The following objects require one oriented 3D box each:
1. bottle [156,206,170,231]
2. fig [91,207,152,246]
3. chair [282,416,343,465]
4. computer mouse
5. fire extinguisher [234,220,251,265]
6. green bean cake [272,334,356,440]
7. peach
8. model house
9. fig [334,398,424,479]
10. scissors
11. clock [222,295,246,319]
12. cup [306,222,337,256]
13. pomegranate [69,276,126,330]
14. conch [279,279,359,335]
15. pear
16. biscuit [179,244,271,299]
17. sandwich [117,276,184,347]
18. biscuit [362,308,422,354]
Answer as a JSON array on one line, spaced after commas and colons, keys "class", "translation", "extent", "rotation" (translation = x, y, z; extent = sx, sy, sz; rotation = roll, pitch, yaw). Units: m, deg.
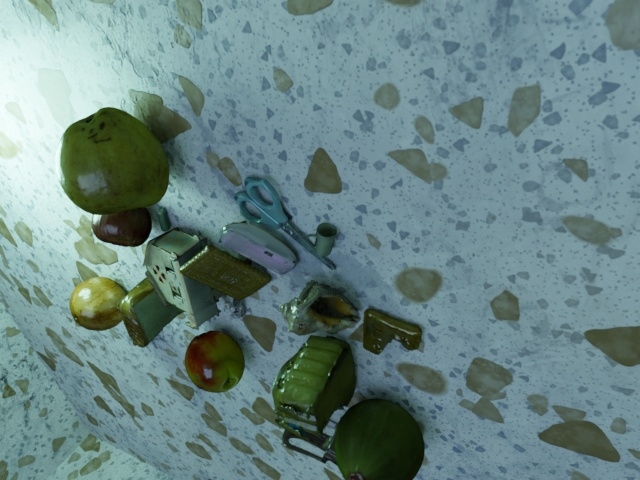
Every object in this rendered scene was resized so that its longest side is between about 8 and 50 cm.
[{"class": "bottle", "translation": [-0.532, -0.071, 1.717], "extent": [0.030, 0.030, 0.083], "rotation": [16, 131, 24]}, {"class": "fig", "translation": [-0.668, -0.074, 1.713], "extent": [0.205, 0.205, 0.205], "rotation": [19, 133, 22]}, {"class": "chair", "translation": [0.030, 0.729, 1.870], "extent": [0.326, 0.176, 0.183], "rotation": [25, 144, 8]}, {"class": "computer mouse", "translation": [-0.182, 0.019, 1.496], "extent": [0.245, 0.056, 0.126], "rotation": [29, 142, -18]}, {"class": "fire extinguisher", "translation": [-0.243, 0.012, 1.569], "extent": [0.062, 0.050, 0.177], "rotation": [1, 129, 3]}, {"class": "green bean cake", "translation": [-0.030, 0.481, 1.608], "extent": [0.202, 0.310, 0.285], "rotation": [12, 128, 25]}, {"class": "peach", "translation": [-0.401, 0.459, 1.922], "extent": [0.231, 0.231, 0.231], "rotation": [19, 133, 22]}, {"class": "model house", "translation": [-0.475, 0.110, 1.742], "extent": [0.244, 0.169, 0.326], "rotation": [17, 128, 34]}, {"class": "fig", "translation": [0.172, 0.668, 1.615], "extent": [0.316, 0.316, 0.316], "rotation": [19, 133, 22]}, {"class": "scissors", "translation": [-0.091, -0.036, 1.441], "extent": [0.360, 0.029, 0.191], "rotation": [40, 142, -5]}, {"class": "clock", "translation": [-0.294, 0.228, 1.758], "extent": [0.041, 0.087, 0.129], "rotation": [15, 139, 25]}, {"class": "cup", "translation": [0.004, 0.003, 1.371], "extent": [0.054, 0.075, 0.083], "rotation": [45, 145, 28]}, {"class": "pomegranate", "translation": [-0.928, 0.267, 2.137], "extent": [0.248, 0.248, 0.248], "rotation": [19, 133, 22]}, {"class": "conch", "translation": [0.003, 0.202, 1.481], "extent": [0.245, 0.163, 0.178], "rotation": [15, 157, -16]}, {"class": "pear", "translation": [-0.593, -0.228, 1.458], "extent": [0.304, 0.304, 0.304], "rotation": [19, 133, 22]}, {"class": "biscuit", "translation": [-0.296, 0.112, 1.600], "extent": [0.254, 0.029, 0.172], "rotation": [31, 130, -34]}, {"class": "sandwich", "translation": [-0.603, 0.239, 1.860], "extent": [0.087, 0.251, 0.226], "rotation": [11, 127, 26]}, {"class": "biscuit", "translation": [0.207, 0.285, 1.481], "extent": [0.183, 0.039, 0.174], "rotation": [16, 130, 26]}]
